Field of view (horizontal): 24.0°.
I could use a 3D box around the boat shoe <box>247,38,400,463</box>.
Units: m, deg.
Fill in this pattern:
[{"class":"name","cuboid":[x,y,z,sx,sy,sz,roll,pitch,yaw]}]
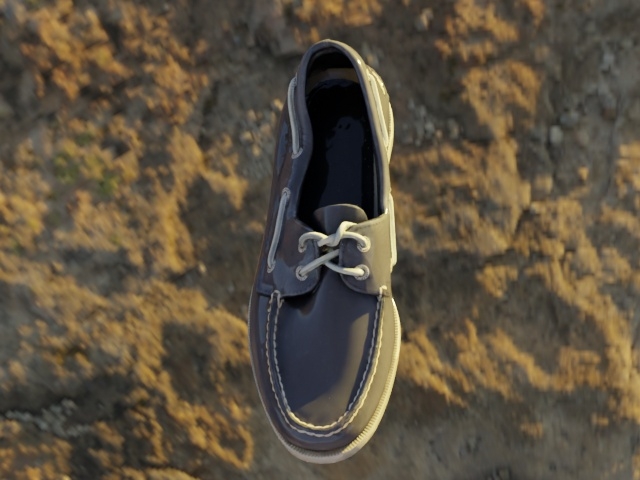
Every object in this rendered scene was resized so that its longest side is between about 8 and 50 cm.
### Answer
[{"class":"boat shoe","cuboid":[0.000,0.000,0.713,0.075,0.065,0.206,0,66,9]}]
